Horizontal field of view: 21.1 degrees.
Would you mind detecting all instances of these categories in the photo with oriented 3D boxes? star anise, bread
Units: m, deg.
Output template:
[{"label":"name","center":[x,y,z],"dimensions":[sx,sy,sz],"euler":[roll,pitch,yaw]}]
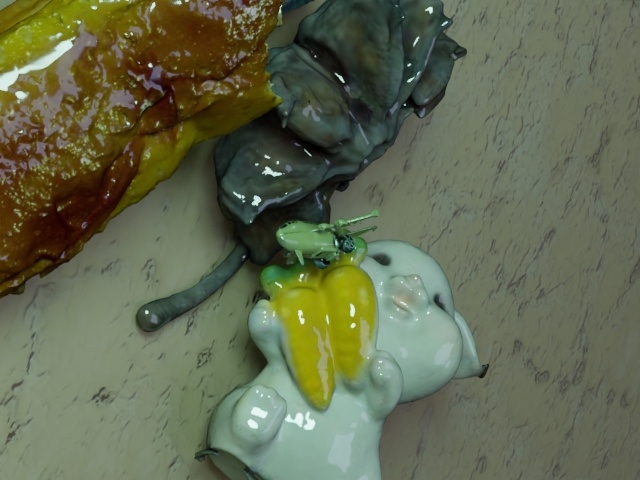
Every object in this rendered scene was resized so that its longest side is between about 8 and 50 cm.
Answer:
[{"label":"star anise","center":[-0.015,-0.104,1.470],"dimensions":[0.359,0.139,0.316],"euler":[-36,155,-35]},{"label":"bread","center":[-0.143,-0.108,1.216],"dimensions":[0.380,0.109,0.185],"euler":[-36,127,-11]}]

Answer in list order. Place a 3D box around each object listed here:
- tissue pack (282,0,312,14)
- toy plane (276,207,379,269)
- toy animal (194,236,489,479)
[{"label":"tissue pack","center":[-0.081,-0.318,1.313],"dimensions":[0.228,0.103,0.316],"euler":[-33,131,-46]},{"label":"toy plane","center":[0.000,0.000,1.455],"dimensions":[0.111,0.102,0.040],"euler":[-8,68,-56]},{"label":"toy animal","center":[0.031,0.121,1.597],"dimensions":[0.310,0.182,0.247],"euler":[-58,162,-22]}]
